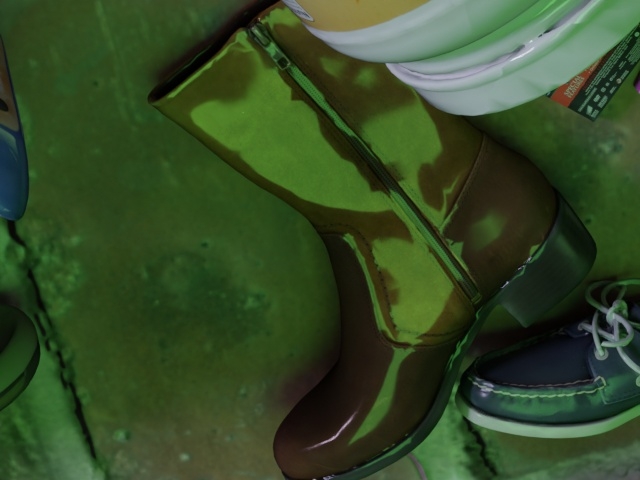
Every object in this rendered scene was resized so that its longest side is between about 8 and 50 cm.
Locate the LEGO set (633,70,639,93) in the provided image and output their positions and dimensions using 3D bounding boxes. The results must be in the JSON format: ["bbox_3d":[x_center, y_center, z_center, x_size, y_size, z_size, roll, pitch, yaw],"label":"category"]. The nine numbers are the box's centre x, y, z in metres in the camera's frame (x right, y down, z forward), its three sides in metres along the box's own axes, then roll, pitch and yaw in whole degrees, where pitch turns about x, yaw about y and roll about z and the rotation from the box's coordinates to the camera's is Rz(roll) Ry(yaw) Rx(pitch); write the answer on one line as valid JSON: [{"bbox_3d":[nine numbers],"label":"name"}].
[{"bbox_3d":[0.303,-0.030,1.154,0.227,0.093,0.087,13,118,-19],"label":"LEGO set"}]

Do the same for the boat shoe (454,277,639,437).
[{"bbox_3d":[0.213,0.073,1.200,0.254,0.095,0.079,-5,124,-10],"label":"boat shoe"}]

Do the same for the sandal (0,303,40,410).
[{"bbox_3d":[-0.324,0.090,1.091,0.302,0.120,0.086,-22,128,-9],"label":"sandal"}]

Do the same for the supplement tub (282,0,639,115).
[{"bbox_3d":[0.026,-0.233,0.892,0.228,0.228,0.316,-40,120,14],"label":"supplement tub"}]

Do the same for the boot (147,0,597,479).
[{"bbox_3d":[0.000,0.000,1.111,0.264,0.096,0.280,-40,120,14],"label":"boot"}]

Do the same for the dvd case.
[{"bbox_3d":[0.147,-0.133,1.107,0.119,0.013,0.087,24,114,-25],"label":"dvd case"}]

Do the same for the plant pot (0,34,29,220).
[{"bbox_3d":[-0.289,-0.043,0.948,0.236,0.236,0.212,30,106,-25],"label":"plant pot"}]
